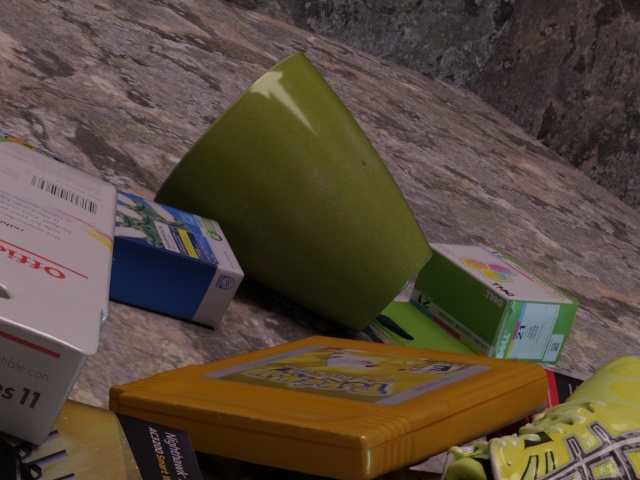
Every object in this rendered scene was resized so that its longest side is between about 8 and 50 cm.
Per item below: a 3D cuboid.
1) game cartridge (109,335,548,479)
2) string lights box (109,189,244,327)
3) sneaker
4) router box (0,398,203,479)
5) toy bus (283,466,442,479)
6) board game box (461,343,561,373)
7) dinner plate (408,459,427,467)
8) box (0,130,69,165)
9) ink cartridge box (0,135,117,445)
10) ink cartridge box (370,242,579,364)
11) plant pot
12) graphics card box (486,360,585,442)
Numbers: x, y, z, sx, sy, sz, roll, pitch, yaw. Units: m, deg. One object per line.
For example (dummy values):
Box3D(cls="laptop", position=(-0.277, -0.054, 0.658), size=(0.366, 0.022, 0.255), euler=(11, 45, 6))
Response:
Box3D(cls="game cartridge", position=(0.010, 0.142, 1.185), size=(0.285, 0.053, 0.323), euler=(4, 5, 34))
Box3D(cls="string lights box", position=(-0.227, 0.003, 1.427), size=(0.259, 0.077, 0.133), euler=(18, 20, -28))
Box3D(cls="sneaker", position=(0.190, 0.202, 1.075), size=(0.147, 0.145, 0.385), euler=(54, 46, -10))
Box3D(cls="router box", position=(-0.184, 0.212, 0.868), size=(0.242, 0.081, 0.309), euler=(20, 19, -25))
Box3D(cls="toy bus", position=(0.055, 0.241, 1.112), size=(0.191, 0.104, 0.202), euler=(29, 16, 5))
Box3D(cls="board game box", position=(0.253, 0.172, 1.756), size=(0.154, 0.026, 0.103), euler=(28, 16, 0))
Box3D(cls="dinner plate", position=(0.033, 0.205, 1.233), size=(0.141, 0.017, 0.141), euler=(6, -14, 1))
Box3D(cls="box", position=(-0.382, -0.096, 1.509), size=(0.168, 0.059, 0.054), euler=(25, 15, -9))
Box3D(cls="ink cartridge box", position=(-0.267, 0.022, 0.957), size=(0.207, 0.119, 0.353), euler=(24, 15, -14))
Box3D(cls="ink cartridge box", position=(0.180, 0.079, 1.720), size=(0.255, 0.097, 0.189), euler=(6, 20, -35))
Box3D(cls="plant pot", position=(-0.010, -0.035, 1.624), size=(0.293, 0.275, 0.275), euler=(43, 18, 2))
Box3D(cls="graphics card box", position=(0.346, 0.276, 1.292), size=(0.370, 0.094, 0.233), euler=(16, 43, -15))
